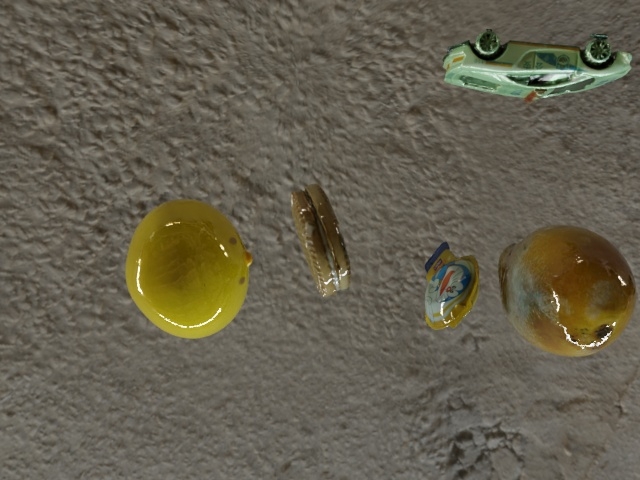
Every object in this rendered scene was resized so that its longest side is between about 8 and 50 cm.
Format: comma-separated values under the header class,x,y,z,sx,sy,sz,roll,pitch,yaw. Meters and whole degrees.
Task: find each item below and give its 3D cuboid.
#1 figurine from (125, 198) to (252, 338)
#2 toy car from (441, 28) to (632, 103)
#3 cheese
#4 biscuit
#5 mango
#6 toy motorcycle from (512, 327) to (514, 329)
class,x,y,z,sx,sy,sz,roll,pitch,yaw
figurine,-0.215,0.047,0.953,0.187,0.344,0.215,-19,91,-11
toy car,0.219,-0.173,0.582,0.186,0.093,0.058,5,91,3
cheese,0.275,0.094,1.231,0.069,0.270,0.177,29,112,-14
biscuit,0.000,0.000,1.227,0.079,0.259,0.259,-17,107,-5
mango,0.350,0.070,0.873,0.146,0.316,0.192,2,95,-8
toy motorcycle,0.522,0.163,1.256,0.225,0.073,0.152,-29,123,-8
